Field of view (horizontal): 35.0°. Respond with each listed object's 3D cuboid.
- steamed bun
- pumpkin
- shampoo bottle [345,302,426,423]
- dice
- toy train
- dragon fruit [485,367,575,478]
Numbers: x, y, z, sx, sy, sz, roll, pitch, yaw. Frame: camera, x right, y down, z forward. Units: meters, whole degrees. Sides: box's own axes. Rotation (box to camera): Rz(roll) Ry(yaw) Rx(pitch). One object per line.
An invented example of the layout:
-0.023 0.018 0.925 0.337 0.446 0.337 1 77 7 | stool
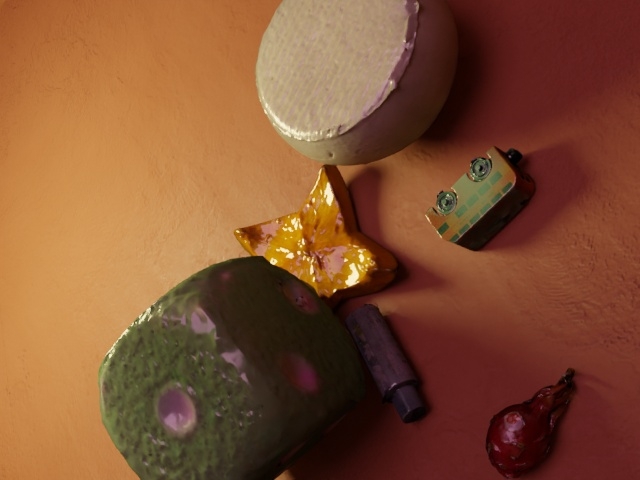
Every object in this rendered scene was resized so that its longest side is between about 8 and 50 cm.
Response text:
0.077 -0.303 1.771 0.374 0.241 0.374 -11 70 34 | steamed bun
-0.007 0.026 1.834 0.258 0.095 0.290 -40 56 19 | pumpkin
0.110 0.205 1.688 0.072 0.072 0.214 -44 51 21 | shampoo bottle
-0.142 0.235 1.672 0.318 0.330 0.322 50 119 13 | dice
0.261 -0.067 1.645 0.188 0.072 0.099 -45 50 21 | toy train
0.305 0.260 1.485 0.094 0.094 0.190 34 94 43 | dragon fruit
